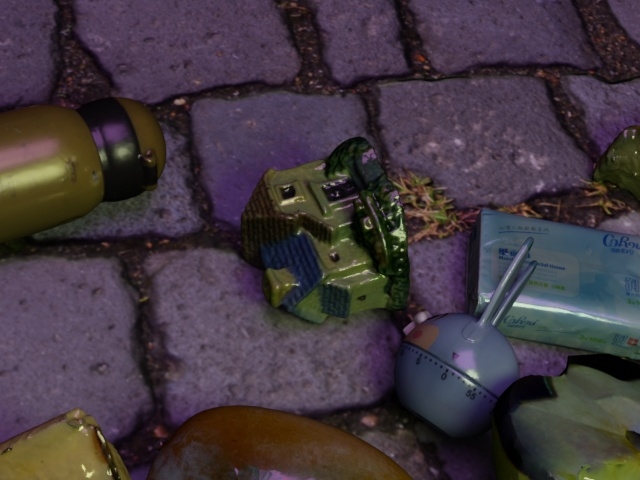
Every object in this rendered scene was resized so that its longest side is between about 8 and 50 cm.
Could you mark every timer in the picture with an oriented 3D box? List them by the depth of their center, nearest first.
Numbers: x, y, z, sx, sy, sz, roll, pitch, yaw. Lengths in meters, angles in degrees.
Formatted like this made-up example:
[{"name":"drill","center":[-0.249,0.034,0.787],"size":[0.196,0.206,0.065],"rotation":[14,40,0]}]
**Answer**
[{"name":"timer","center":[0.180,0.122,1.469],"size":[0.175,0.175,0.256],"rotation":[12,77,-4]}]

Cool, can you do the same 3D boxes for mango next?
[{"name":"mango","center":[-0.016,0.316,1.290],"size":[0.384,0.199,0.221],"rotation":[27,63,3]}]

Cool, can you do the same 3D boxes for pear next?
[{"name":"pear","center":[0.361,0.315,1.351],"size":[0.398,0.165,0.399],"rotation":[18,27,-9]}]

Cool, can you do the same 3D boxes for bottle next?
[{"name":"bottle","center":[-0.374,-0.093,1.531],"size":[0.351,0.171,0.171],"rotation":[-17,60,-25]}]

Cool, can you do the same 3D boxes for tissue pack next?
[{"name":"tissue pack","center":[0.338,0.058,1.618],"size":[0.263,0.089,0.177],"rotation":[12,52,-5]}]

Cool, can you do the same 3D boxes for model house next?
[{"name":"model house","center":[0.000,0.000,1.535],"size":[0.189,0.195,0.214],"rotation":[-15,57,-13]}]

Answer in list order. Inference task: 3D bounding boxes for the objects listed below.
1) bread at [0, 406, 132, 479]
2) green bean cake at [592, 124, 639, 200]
[{"name":"bread","center":[-0.306,0.333,1.191],"size":[0.263,0.198,0.236],"rotation":[-24,69,-4]},{"name":"green bean cake","center":[0.562,-0.080,1.743],"size":[0.233,0.124,0.236],"rotation":[-18,61,-23]}]
